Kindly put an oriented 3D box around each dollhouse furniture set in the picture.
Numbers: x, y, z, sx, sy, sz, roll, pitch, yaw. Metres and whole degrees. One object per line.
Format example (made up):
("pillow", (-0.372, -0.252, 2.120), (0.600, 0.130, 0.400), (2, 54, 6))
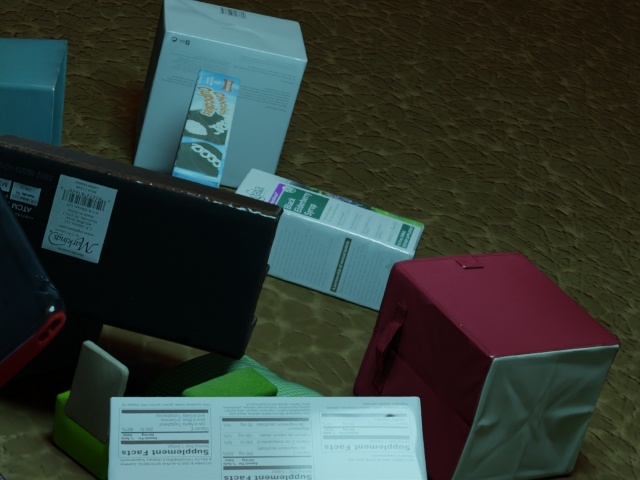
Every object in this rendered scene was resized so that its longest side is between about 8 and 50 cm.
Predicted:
("dollhouse furniture set", (-0.096, 0.149, 1.880), (0.197, 0.151, 0.301), (32, 30, 30))

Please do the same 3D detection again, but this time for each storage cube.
("storage cube", (0.182, 0.141, 2.020), (0.215, 0.184, 0.193), (-2, 32, -34))

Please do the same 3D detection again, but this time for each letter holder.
("letter holder", (-0.200, -0.004, 1.901), (0.301, 0.152, 0.214), (15, 7, 0))

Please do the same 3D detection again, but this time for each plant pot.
("plant pot", (-0.444, -0.160, 2.291), (0.234, 0.166, 0.165), (6, 27, -5))

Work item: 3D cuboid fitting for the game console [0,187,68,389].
("game console", (-0.417, 0.075, 1.687), (0.060, 0.342, 0.386), (44, 5, -40))

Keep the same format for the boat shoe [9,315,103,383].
("boat shoe", (-0.357, 0.090, 1.900), (0.103, 0.118, 0.320), (24, 22, 29))

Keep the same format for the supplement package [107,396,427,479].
("supplement package", (-0.049, 0.248, 1.560), (0.261, 0.204, 0.145), (1, 49, -5))

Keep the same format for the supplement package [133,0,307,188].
("supplement package", (-0.140, -0.199, 2.489), (0.194, 0.203, 0.149), (12, 26, -11))

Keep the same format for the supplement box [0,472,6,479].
("supplement box", (-0.327, 0.229, 1.701), (0.043, 0.055, 0.083), (-8, 34, -38))

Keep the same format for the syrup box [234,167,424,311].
("syrup box", (0.000, 0.000, 2.297), (0.236, 0.096, 0.093), (19, 26, 4))

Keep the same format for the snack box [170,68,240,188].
("snack box", (-0.155, -0.063, 2.228), (0.060, 0.187, 0.322), (14, 26, -4))
